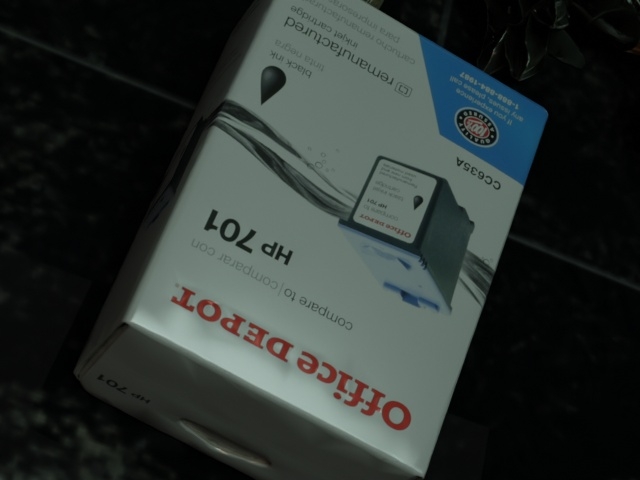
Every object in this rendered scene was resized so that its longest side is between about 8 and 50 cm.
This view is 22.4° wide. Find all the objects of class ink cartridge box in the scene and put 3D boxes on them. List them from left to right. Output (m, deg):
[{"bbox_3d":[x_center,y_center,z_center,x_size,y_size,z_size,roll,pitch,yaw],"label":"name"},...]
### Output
[{"bbox_3d":[0.000,0.000,0.692,0.139,0.082,0.191,29,59,-12],"label":"ink cartridge box"}]

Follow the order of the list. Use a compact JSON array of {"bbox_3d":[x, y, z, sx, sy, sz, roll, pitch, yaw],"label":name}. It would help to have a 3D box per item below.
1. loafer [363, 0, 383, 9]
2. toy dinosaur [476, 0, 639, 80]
[{"bbox_3d":[-0.005,-0.172,0.780,0.056,0.050,0.148,-12,91,-25],"label":"loafer"},{"bbox_3d":[0.197,-0.129,0.821,0.218,0.164,0.322,13,25,-36],"label":"toy dinosaur"}]
